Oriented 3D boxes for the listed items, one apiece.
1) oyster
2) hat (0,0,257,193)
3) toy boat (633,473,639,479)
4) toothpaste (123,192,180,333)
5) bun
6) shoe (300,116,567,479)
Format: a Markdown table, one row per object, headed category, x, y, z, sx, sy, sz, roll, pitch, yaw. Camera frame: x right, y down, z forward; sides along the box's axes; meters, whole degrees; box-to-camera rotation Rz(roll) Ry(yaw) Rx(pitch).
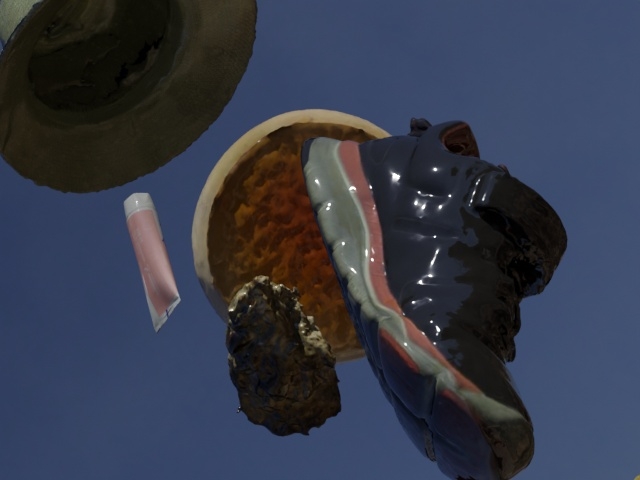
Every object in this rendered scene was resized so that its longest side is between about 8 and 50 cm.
| category | x | y | z | sx | sy | sz | roll | pitch | yaw |
| --- | --- | --- | --- | --- | --- | --- | --- | --- | --- |
| oyster | -0.038 | 0.111 | 1.825 | 0.056 | 0.105 | 0.177 | -89 | -7 | -67 |
| hat | -0.190 | -0.175 | 1.585 | 0.257 | 0.130 | 0.257 | -27 | -37 | -23 |
| toy boat | 0.251 | 0.227 | 1.345 | 0.172 | 0.066 | 0.065 | 52 | -123 | -29 |
| toothpaste | -0.213 | 0.022 | 2.421 | 0.043 | 0.194 | 0.067 | 11 | -46 | -33 |
| bun | 0.000 | 0.000 | 2.220 | 0.299 | 0.299 | 0.165 | -58 | 2 | -1 |
| shoe | 0.085 | 0.027 | 1.131 | 0.137 | 0.291 | 0.114 | -21 | -46 | -1 |
